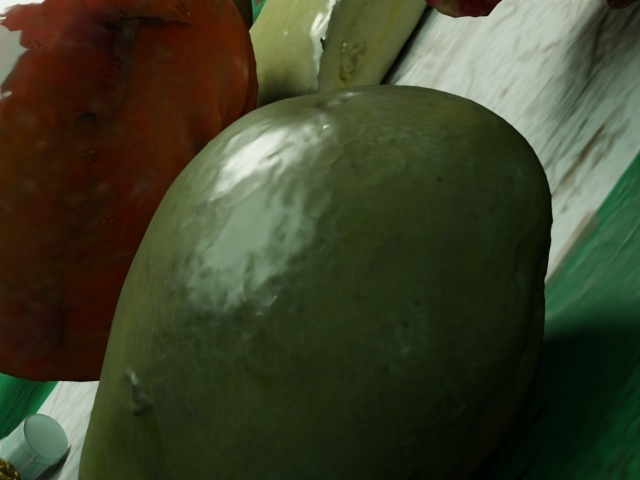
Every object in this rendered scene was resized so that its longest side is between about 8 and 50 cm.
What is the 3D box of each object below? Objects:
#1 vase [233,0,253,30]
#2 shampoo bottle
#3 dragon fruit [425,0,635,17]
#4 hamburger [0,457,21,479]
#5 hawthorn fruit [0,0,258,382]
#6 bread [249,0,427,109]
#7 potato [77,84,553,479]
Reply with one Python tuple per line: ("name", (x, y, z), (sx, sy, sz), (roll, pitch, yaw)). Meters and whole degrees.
("vase", (-0.181, -0.125, 1.496), (0.302, 0.241, 0.329), (-63, -16, 20))
("shampoo bottle", (-0.238, 0.180, 1.287), (0.190, 0.041, 0.069), (-43, 27, 33))
("dragon fruit", (0.101, -0.222, 0.812), (0.303, 0.231, 0.237), (128, 156, -49))
("hamburger", (-0.249, 0.195, 1.194), (0.147, 0.083, 0.138), (-42, 33, 29))
("hawthorn fruit", (-0.189, -0.067, 1.151), (0.276, 0.307, 0.276), (-48, -29, -38))
("bread", (0.000, -0.128, 1.199), (0.139, 0.060, 0.178), (-61, 17, -19))
("potato", (-0.007, 0.041, 0.707), (0.235, 0.160, 0.178), (-56, -15, 24))
